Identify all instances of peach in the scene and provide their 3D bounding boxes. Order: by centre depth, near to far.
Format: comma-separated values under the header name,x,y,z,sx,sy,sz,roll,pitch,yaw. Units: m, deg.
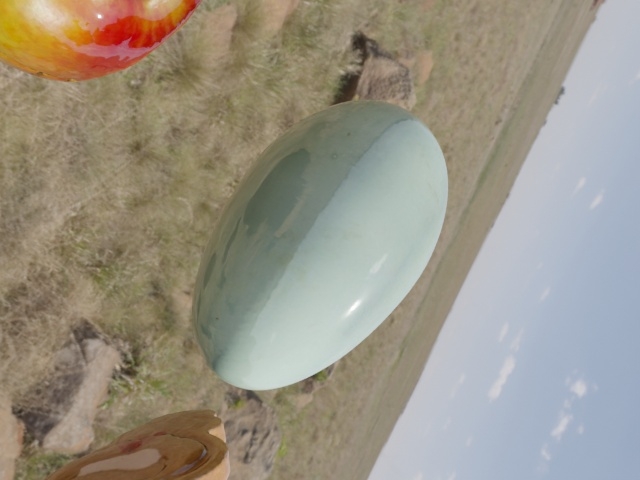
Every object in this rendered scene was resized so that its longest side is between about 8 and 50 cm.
name,x,y,z,sx,sy,sz,roll,pitch,yaw
peach,-0.249,-0.288,0.495,0.248,0.274,0.245,-48,132,-33

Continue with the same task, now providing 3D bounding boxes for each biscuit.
name,x,y,z,sx,sy,sz,roll,pitch,yaw
biscuit,-0.191,0.232,0.489,0.334,0.202,0.047,-25,103,-77

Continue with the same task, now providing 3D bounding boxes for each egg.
name,x,y,z,sx,sy,sz,roll,pitch,yaw
egg,0.000,0.000,0.612,0.371,0.230,0.230,-52,163,-15
